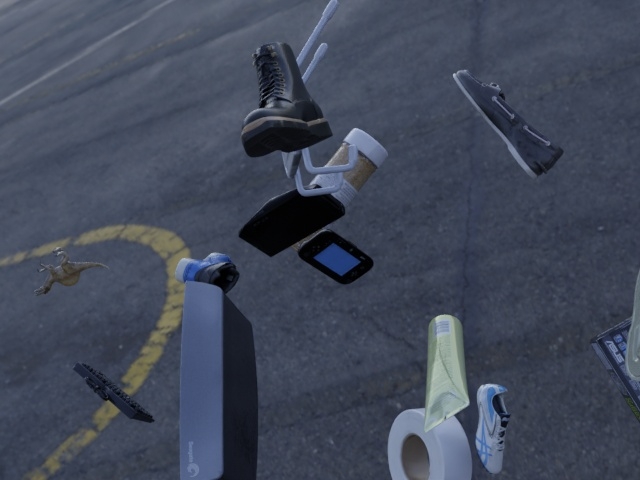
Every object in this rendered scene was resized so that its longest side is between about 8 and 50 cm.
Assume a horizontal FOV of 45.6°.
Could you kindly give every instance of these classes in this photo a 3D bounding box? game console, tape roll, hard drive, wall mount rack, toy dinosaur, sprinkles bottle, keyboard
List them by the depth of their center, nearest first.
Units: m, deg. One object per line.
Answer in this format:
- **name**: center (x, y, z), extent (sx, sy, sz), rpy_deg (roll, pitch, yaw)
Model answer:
- **hard drive**: center (-0.126, 0.192, 0.965), extent (0.054, 0.172, 0.255), rpy_deg (-9, 61, 10)
- **wall mount rack**: center (-0.014, -0.250, 1.405), extent (0.130, 0.304, 0.350), rpy_deg (-9, -6, -7)
- **keyboard**: center (-0.402, 0.288, 1.460), extent (0.180, 0.108, 0.023), rpy_deg (29, 84, 29)
- **game console**: center (0.000, 0.000, 1.730), extent (0.213, 0.361, 0.044), rpy_deg (-30, 49, 26)
- **toy dinosaur**: center (-0.579, 0.062, 1.744), extent (0.183, 0.093, 0.053), rpy_deg (-23, 26, 4)
- **sprinkles bottle**: center (0.026, -0.126, 2.016), extent (0.355, 0.121, 0.121), rpy_deg (-51, 31, -2)
- **tape roll**: center (0.308, 0.623, 2.176), extent (0.100, 0.286, 0.286), rpy_deg (3, 16, -28)

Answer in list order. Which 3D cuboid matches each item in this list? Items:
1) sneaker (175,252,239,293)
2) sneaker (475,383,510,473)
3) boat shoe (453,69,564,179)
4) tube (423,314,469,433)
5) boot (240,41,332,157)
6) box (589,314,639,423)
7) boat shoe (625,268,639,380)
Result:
- **sneaker**: center (-0.165, 0.057, 1.258), extent (0.084, 0.058, 0.152), rpy_deg (18, 5, 21)
- **sneaker**: center (0.464, 0.502, 2.028), extent (0.085, 0.237, 0.086), rpy_deg (6, -10, -43)
- **boat shoe**: center (0.445, -0.295, 1.807), extent (0.095, 0.112, 0.335), rpy_deg (-39, 70, 17)
- **tube**: center (0.207, 0.215, 1.258), extent (0.062, 0.070, 0.240), rpy_deg (5, 29, 6)
- **boot**: center (-0.062, -0.174, 0.892), extent (0.077, 0.137, 0.198), rpy_deg (-22, 0, 16)
- **box**: center (0.661, 0.247, 1.392), extent (0.216, 0.270, 0.060), rpy_deg (-30, -10, 1)
- **boat shoe**: center (0.493, 0.089, 1.075), extent (0.079, 0.233, 0.084), rpy_deg (11, -4, -5)
